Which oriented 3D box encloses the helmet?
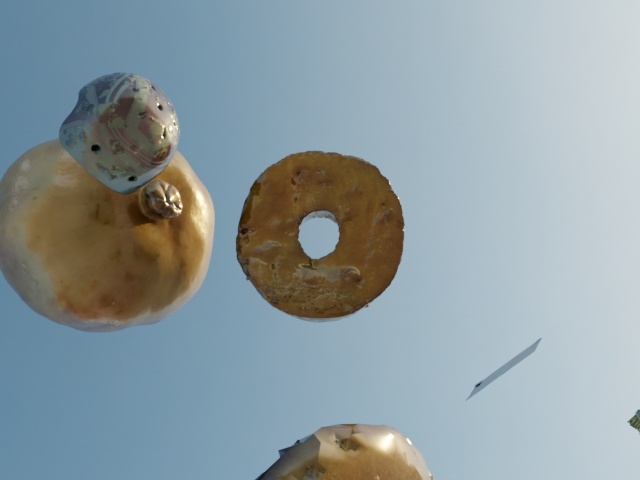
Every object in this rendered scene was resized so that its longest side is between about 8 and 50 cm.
[{"bbox_3d":[-0.258,-0.159,0.954,0.153,0.107,0.177,41,-126,-34],"label":"helmet"}]

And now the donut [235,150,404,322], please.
[{"bbox_3d":[-0.001,0.003,1.092,0.277,0.277,0.108,-46,-15,-15],"label":"donut"}]

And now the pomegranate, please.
[{"bbox_3d":[-0.382,-0.023,1.283,0.411,0.411,0.412,-14,-66,-33],"label":"pomegranate"}]

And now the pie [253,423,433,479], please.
[{"bbox_3d":[0.034,0.246,0.455,0.273,0.069,0.274,34,-133,-46],"label":"pie"}]

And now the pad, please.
[{"bbox_3d":[0.397,0.278,1.487,0.193,0.004,0.116,-43,-11,25],"label":"pad"}]

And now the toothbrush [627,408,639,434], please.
[{"bbox_3d":[0.628,0.424,1.038,0.035,0.413,0.042,-1,-51,-35],"label":"toothbrush"}]
